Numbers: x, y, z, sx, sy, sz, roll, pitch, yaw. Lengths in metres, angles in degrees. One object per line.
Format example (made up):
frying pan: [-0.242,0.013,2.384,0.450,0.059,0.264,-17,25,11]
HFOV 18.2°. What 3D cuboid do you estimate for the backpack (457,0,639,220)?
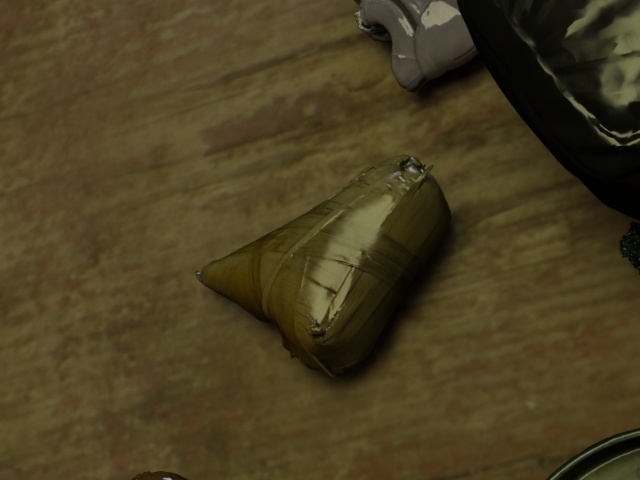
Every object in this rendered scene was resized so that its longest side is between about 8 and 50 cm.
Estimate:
backpack: [0.342,-0.223,1.567,0.446,0.255,0.363,-36,57,6]

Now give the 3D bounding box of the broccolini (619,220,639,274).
broccolini: [0.339,0.014,1.564,0.218,0.044,0.042,4,64,26]

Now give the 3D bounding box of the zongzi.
zongzi: [0.000,0.000,1.709,0.197,0.099,0.194,29,77,42]

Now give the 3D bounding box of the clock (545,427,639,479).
clock: [0.258,0.264,1.450,0.281,0.055,0.280,-12,57,20]

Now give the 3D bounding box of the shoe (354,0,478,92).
shoe: [0.078,-0.243,1.810,0.138,0.095,0.245,-39,56,6]

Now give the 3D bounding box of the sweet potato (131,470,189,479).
sweet potato: [-0.012,0.267,1.551,0.341,0.092,0.114,10,95,34]
